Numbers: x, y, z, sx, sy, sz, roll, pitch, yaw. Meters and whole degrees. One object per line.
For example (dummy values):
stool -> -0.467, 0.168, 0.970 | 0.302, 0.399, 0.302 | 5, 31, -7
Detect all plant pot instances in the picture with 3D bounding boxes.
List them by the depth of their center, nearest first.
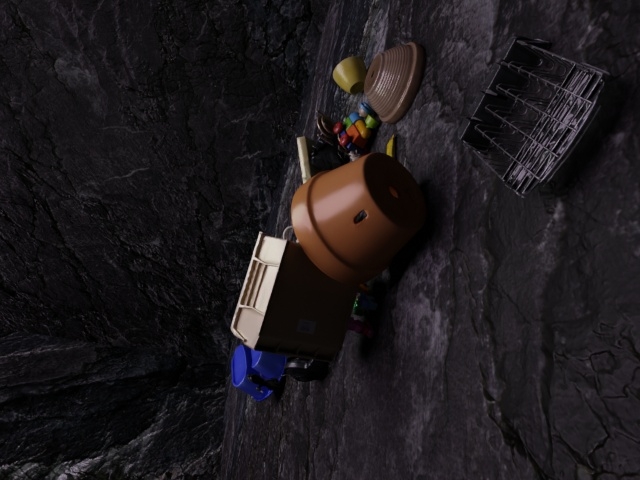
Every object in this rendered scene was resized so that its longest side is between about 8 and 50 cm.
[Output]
plant pot -> 0.105, -0.069, 0.998 | 0.203, 0.290, 0.291 | -36, 40, 43
plant pot -> 0.202, -0.476, 1.267 | 0.237, 0.109, 0.238 | -166, 90, -74
plant pot -> 0.127, -0.628, 1.662 | 0.134, 0.134, 0.095 | -54, 52, 55

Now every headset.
headset -> -0.083, 0.362, 1.418 | 0.394, 0.185, 0.243 | -57, 22, 23

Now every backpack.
backpack -> 0.037, -0.360, 1.704 | 0.115, 0.151, 0.182 | 119, 164, -56

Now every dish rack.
dish rack -> 0.326, -0.196, 0.671 | 0.272, 0.074, 0.208 | -102, 28, -54

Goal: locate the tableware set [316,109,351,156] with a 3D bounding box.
tableware set -> 0.067, -0.396, 1.562 | 0.039, 0.194, 0.128 | -28, 52, 37

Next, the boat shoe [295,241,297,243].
boat shoe -> -0.121, 0.070, 1.916 | 0.302, 0.091, 0.114 | 136, 115, -72

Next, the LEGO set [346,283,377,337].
LEGO set -> 0.083, 0.158, 1.173 | 0.227, 0.093, 0.087 | -113, 40, -66

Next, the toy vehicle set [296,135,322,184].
toy vehicle set -> -0.032, -0.278, 1.739 | 0.166, 0.035, 0.267 | -13, -85, -72

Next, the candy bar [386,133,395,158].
candy bar -> 0.203, -0.235, 1.227 | 0.040, 0.018, 0.162 | 122, 156, -58

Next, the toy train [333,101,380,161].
toy train -> 0.144, -0.354, 1.426 | 0.143, 0.105, 0.248 | -49, 36, 25

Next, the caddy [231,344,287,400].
caddy -> -0.262, 0.553, 1.916 | 0.241, 0.179, 0.341 | -50, 23, 7

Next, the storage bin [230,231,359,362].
storage bin -> -0.051, 0.145, 1.054 | 0.123, 0.262, 0.261 | 9, 80, 51

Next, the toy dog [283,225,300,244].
toy dog -> -0.044, 0.090, 1.529 | 0.161, 0.220, 0.334 | 49, -137, -82
